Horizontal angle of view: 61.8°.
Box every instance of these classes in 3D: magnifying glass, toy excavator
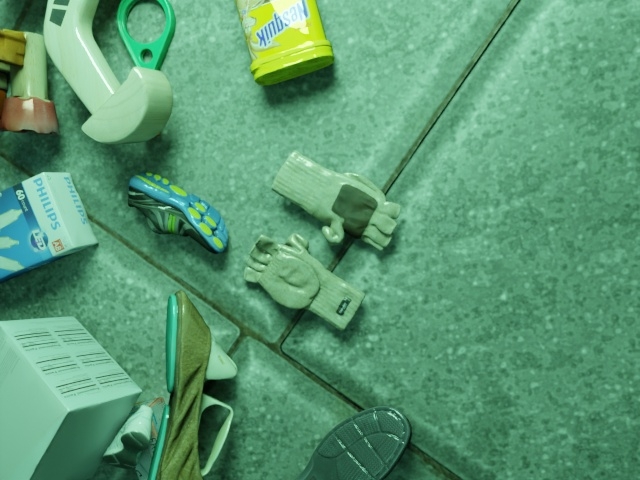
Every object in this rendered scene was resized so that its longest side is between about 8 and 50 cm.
[{"bbox_3d":[-0.278,-0.287,0.865,0.092,0.026,0.231,0,95,8],"label":"magnifying glass"},{"bbox_3d":[-0.361,-0.416,0.774,0.433,0.222,0.445,28,108,7],"label":"toy excavator"}]

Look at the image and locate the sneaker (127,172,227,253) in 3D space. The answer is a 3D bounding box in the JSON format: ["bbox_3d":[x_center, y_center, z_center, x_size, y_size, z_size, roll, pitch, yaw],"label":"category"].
[{"bbox_3d":[-0.232,-0.037,0.873,0.188,0.067,0.078,33,121,2],"label":"sneaker"}]

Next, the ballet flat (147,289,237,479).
[{"bbox_3d":[-0.201,0.255,0.867,0.124,0.116,0.342,7,82,-19],"label":"ballet flat"}]

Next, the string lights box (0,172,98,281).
[{"bbox_3d":[-0.527,-0.007,0.906,0.259,0.077,0.133,-21,93,10],"label":"string lights box"}]

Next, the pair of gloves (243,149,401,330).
[{"bbox_3d":[0.000,0.000,0.847,0.204,0.042,0.240,23,101,2],"label":"pair of gloves"}]

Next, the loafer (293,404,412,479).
[{"bbox_3d":[0.035,0.383,0.876,0.302,0.095,0.109,-46,58,6],"label":"loafer"}]

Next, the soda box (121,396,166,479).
[{"bbox_3d":[-0.282,0.370,0.925,0.063,0.058,0.183,-17,93,10],"label":"soda box"}]

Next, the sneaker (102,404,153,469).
[{"bbox_3d":[-0.304,0.321,0.865,0.053,0.061,0.152,31,126,-16],"label":"sneaker"}]

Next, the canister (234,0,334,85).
[{"bbox_3d":[-0.061,-0.336,0.800,0.126,0.073,0.170,-15,93,10],"label":"canister"}]

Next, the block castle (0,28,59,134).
[{"bbox_3d":[-0.664,-0.221,0.788,0.453,0.303,0.213,4,98,9],"label":"block castle"}]

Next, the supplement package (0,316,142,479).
[{"bbox_3d":[-0.440,0.263,0.862,0.203,0.149,0.194,37,102,23],"label":"supplement package"}]
